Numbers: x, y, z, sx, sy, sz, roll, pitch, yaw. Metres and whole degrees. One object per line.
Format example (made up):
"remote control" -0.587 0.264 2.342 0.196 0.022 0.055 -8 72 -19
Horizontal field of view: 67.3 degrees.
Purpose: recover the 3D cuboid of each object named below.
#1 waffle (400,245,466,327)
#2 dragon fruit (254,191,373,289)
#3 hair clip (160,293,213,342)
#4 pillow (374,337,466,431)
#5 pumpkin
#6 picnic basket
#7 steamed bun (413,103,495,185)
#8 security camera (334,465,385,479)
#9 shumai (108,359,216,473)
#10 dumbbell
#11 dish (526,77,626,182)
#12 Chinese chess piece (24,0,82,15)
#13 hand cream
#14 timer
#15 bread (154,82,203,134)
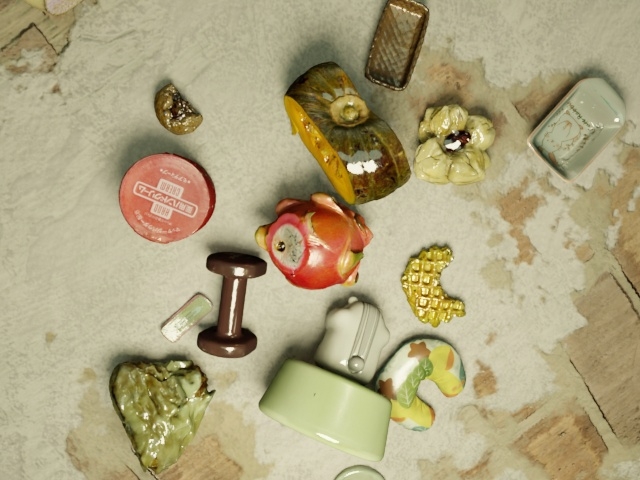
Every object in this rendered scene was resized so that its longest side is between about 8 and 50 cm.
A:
"waffle" 0.277 0.113 1.157 0.149 0.051 0.194 -26 98 1
"dragon fruit" -0.005 0.002 1.043 0.224 0.227 0.224 -1 87 31
"hair clip" -0.315 0.183 1.140 0.137 0.022 0.054 -43 99 2
"pillow" 0.244 0.347 1.177 0.214 0.086 0.233 41 91 -18
"pumpkin" 0.052 -0.211 1.014 0.139 0.222 0.317 -35 70 -8
"picnic basket" 0.168 -0.435 1.075 0.110 0.055 0.193 18 96 -7
"steamed bun" 0.312 -0.207 1.089 0.192 0.106 0.178 16 98 -7
"security camera" 0.044 0.700 1.209 0.301 0.080 0.157 -39 98 -1
"shumai" -0.354 0.373 1.108 0.218 0.189 0.256 -27 83 -18
"dumbbell" -0.199 0.142 1.085 0.124 0.140 0.225 11 97 16
"dish" 0.593 -0.264 1.121 0.154 0.064 0.234 42 94 -8
"Chinese chess piece" -0.483 -0.562 0.906 0.112 0.270 0.270 36 94 -18
"hand cream" -0.327 -0.094 1.052 0.193 0.125 0.193 0 97 -3
"timer" 0.051 0.285 1.086 0.290 0.291 0.315 25 72 -7
"bread" -0.321 -0.282 1.060 0.113 0.060 0.082 44 90 -9
